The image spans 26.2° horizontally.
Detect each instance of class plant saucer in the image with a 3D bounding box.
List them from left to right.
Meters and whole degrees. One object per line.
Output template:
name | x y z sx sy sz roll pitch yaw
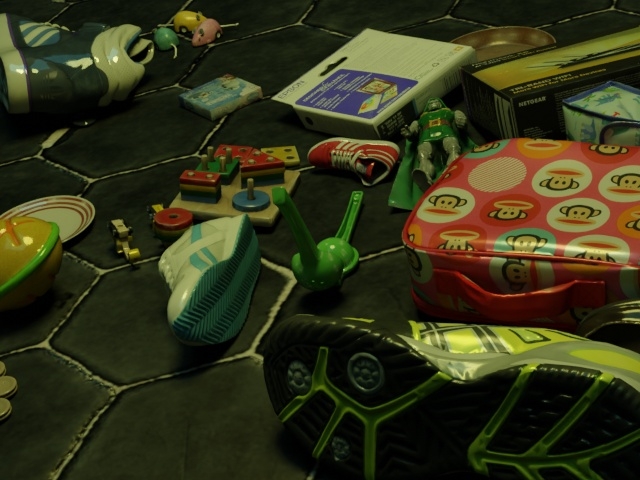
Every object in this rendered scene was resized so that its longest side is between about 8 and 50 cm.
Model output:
plant saucer | 0.248 -0.256 1.935 0.168 0.029 0.168 -9 31 5

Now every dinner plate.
dinner plate | -0.354 -0.017 1.748 0.141 0.017 0.141 -9 30 5

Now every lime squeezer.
lime squeezer | 0.000 0.000 1.521 0.059 0.110 0.310 -21 -4 17

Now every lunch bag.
lunch bag | 0.238 0.003 1.400 0.293 0.120 0.258 6 35 27
lunch bag | 0.342 -0.090 1.513 0.096 0.129 0.151 -24 32 -26

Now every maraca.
maraca | -0.373 0.035 1.592 0.185 0.099 0.127 -25 25 29

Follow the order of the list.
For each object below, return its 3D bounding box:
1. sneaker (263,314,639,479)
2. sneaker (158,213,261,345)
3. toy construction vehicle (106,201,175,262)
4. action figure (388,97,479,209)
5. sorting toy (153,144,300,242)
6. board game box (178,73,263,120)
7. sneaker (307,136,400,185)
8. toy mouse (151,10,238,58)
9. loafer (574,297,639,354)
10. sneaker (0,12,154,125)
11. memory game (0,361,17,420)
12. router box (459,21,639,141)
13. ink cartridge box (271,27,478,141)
sneaker | 0.125 0.140 1.224 0.384 0.145 0.147 10 15 29
sneaker | -0.131 0.049 1.499 0.092 0.087 0.229 -11 22 16
toy construction vehicle | -0.210 -0.006 1.670 0.086 0.035 0.098 -12 30 -24
action figure | 0.147 -0.122 1.715 0.137 0.063 0.232 -11 26 8
sorting toy | -0.103 -0.077 1.708 0.132 0.046 0.274 7 30 13
board game box | -0.146 -0.210 2.004 0.090 0.020 0.090 -28 35 -27
sneaker | 0.038 -0.098 1.724 0.118 0.042 0.067 -2 28 12
toy mouse | -0.220 -0.340 2.242 0.161 0.031 0.143 -1 31 18
loafer | 0.329 0.107 1.227 0.220 0.080 0.078 5 33 26
sneaker | -0.379 -0.279 2.121 0.236 0.130 0.323 -9 24 -15
memory game | -0.406 0.178 1.436 0.186 0.012 0.186 -8 29 5
router box | 0.351 -0.197 1.698 0.309 0.081 0.243 -15 17 -6
ink cartridge box | 0.073 -0.214 1.883 0.206 0.045 0.208 -39 37 -28
